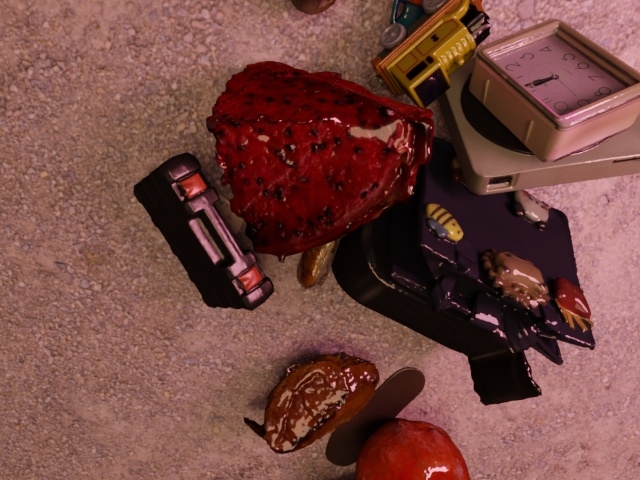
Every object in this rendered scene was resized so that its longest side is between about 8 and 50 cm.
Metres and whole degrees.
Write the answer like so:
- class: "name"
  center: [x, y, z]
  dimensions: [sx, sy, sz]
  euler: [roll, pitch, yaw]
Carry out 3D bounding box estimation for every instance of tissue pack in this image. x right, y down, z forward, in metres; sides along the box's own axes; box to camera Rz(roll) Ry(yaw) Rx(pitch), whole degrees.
- class: "tissue pack"
  center: [-0.196, -0.062, 0.816]
  dimensions: [0.108, 0.023, 0.056]
  euler: [32, 105, -8]

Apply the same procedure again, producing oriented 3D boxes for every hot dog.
- class: "hot dog"
  center: [0.000, 0.000, 0.797]
  dimensions: [0.053, 0.099, 0.192]
  euler: [12, 105, -33]

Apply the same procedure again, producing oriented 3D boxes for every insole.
- class: "insole"
  center: [0.121, 0.413, 0.969]
  dimensions: [0.111, 0.007, 0.328]
  euler: [35, 105, -11]

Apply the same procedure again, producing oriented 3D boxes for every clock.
- class: "clock"
  center: [0.323, -0.215, 0.586]
  dimensions: [0.146, 0.192, 0.071]
  euler: [-23, 147, -5]

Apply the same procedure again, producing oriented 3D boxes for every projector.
- class: "projector"
  center: [0.336, -0.197, 0.664]
  dimensions: [0.256, 0.259, 0.079]
  euler: [-7, 149, 3]

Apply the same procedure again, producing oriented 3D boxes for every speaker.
- class: "speaker"
  center: [0.198, 0.122, 0.753]
  dimensions: [0.388, 0.184, 0.180]
  euler: [28, 145, -7]

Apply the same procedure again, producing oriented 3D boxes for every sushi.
- class: "sushi"
  center: [-0.015, 0.339, 0.881]
  dimensions: [0.167, 0.179, 0.296]
  euler: [44, 88, 12]

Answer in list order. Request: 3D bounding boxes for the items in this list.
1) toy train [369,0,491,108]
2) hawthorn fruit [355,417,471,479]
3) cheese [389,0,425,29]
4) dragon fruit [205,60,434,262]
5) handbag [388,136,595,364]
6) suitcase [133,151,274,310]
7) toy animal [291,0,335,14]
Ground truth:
- class: "toy train"
  center: [0.175, -0.295, 0.640]
  dimensions: [0.219, 0.127, 0.089]
  euler: [-37, 147, 17]
- class: "hawthorn fruit"
  center: [0.205, 0.496, 0.848]
  dimensions: [0.241, 0.271, 0.242]
  euler: [1, 85, -12]
- class: "cheese"
  center: [0.176, -0.483, 0.614]
  dimensions: [0.216, 0.129, 0.330]
  euler: [-5, 123, -17]
- class: "dragon fruit"
  center: [0.018, -0.142, 0.706]
  dimensions: [0.328, 0.228, 0.286]
  euler: [-4, 128, 10]
- class: "handbag"
  center: [0.265, 0.004, 0.662]
  dimensions: [0.303, 0.329, 0.122]
  euler: [28, 130, -8]
- class: "suitcase"
  center: [-0.216, -0.003, 0.756]
  dimensions: [0.066, 0.206, 0.286]
  euler: [-39, 107, -34]
- class: "toy animal"
  center: [0.008, -0.468, 0.614]
  dimensions: [0.121, 0.233, 0.169]
  euler: [6, 68, -11]
